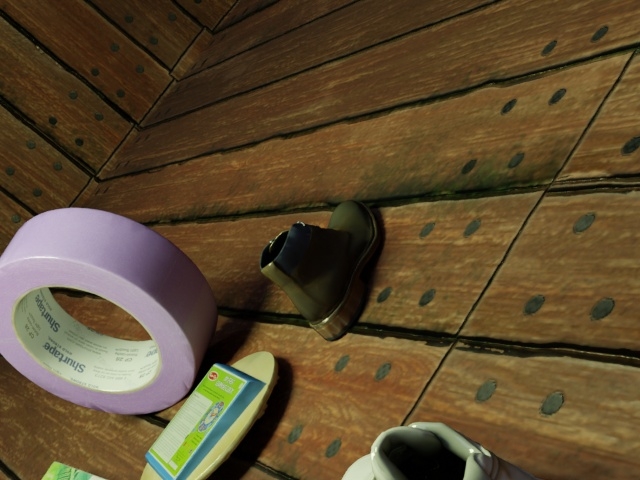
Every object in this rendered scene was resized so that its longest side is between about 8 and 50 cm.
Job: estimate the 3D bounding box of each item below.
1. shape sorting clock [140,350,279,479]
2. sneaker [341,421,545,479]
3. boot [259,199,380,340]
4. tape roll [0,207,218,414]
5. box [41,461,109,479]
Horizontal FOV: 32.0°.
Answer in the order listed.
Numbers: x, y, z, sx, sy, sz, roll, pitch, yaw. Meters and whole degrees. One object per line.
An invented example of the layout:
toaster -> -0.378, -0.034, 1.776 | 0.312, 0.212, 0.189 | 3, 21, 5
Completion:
shape sorting clock -> -0.118, 0.200, 1.184 | 0.206, 0.040, 0.206 | -45, 16, 17
sneaker -> 0.069, 0.159, 0.746 | 0.090, 0.115, 0.232 | -58, 21, -22
boot -> 0.000, 0.000, 1.199 | 0.082, 0.106, 0.219 | -38, 23, 28
tape roll -> -0.268, 0.091, 1.358 | 0.275, 0.275, 0.090 | -33, 25, 39
box -> -0.344, 0.408, 1.265 | 0.322, 0.058, 0.232 | -56, 21, -21
